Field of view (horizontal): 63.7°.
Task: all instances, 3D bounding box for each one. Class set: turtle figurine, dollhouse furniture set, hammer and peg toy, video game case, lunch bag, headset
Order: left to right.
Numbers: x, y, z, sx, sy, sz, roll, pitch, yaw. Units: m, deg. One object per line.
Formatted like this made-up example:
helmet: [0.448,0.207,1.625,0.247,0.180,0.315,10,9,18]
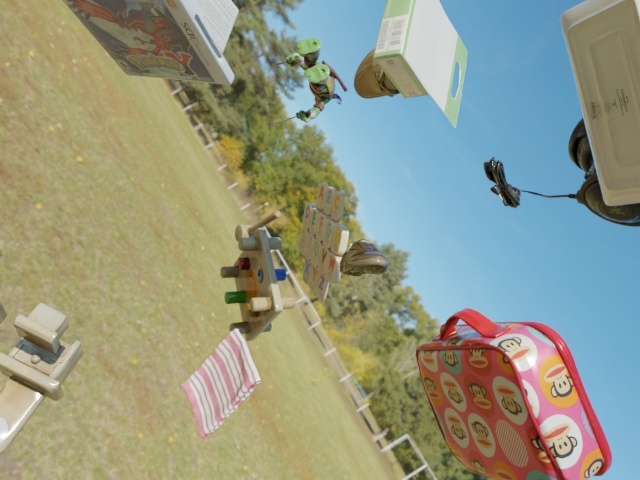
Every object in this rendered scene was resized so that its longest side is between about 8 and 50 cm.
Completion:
dollhouse furniture set: [-0.400,0.052,0.456,0.303,0.174,0.356,28,-36,-3]
video game case: [-0.250,-0.300,0.754,0.201,0.023,0.183,11,-18,18]
hammer and peg toy: [-0.199,0.081,1.497,0.266,0.127,0.362,-47,-130,51]
turtle figurine: [-0.060,-0.474,1.563,0.274,0.198,0.266,18,-12,2]
lunch bag: [0.259,0.225,0.779,0.258,0.120,0.293,68,-19,3]
headset: [0.497,-0.145,0.881,0.185,0.394,0.244,46,39,-32]

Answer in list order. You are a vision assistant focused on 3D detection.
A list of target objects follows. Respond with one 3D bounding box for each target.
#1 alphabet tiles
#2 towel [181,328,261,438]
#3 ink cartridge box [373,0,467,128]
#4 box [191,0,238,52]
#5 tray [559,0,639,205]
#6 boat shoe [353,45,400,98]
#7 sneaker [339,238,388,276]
alphabet tiles: [0.000,0.000,1.326,0.284,0.021,0.278,-138,-123,-64]
towel: [-0.216,0.305,1.103,0.029,0.197,0.144,26,21,-48]
ink cartridge box: [0.180,-0.319,0.881,0.056,0.171,0.235,3,-17,34]
box: [-0.301,-0.473,1.050,0.180,0.119,0.182,3,-22,32]
tray: [0.378,-0.175,0.637,0.145,0.030,0.271,-5,-78,68]
boat shoe: [0.160,-0.370,1.120,0.109,0.098,0.302,45,-26,-22]
sneaker: [0.080,0.028,1.004,0.188,0.066,0.071,158,-58,-71]
